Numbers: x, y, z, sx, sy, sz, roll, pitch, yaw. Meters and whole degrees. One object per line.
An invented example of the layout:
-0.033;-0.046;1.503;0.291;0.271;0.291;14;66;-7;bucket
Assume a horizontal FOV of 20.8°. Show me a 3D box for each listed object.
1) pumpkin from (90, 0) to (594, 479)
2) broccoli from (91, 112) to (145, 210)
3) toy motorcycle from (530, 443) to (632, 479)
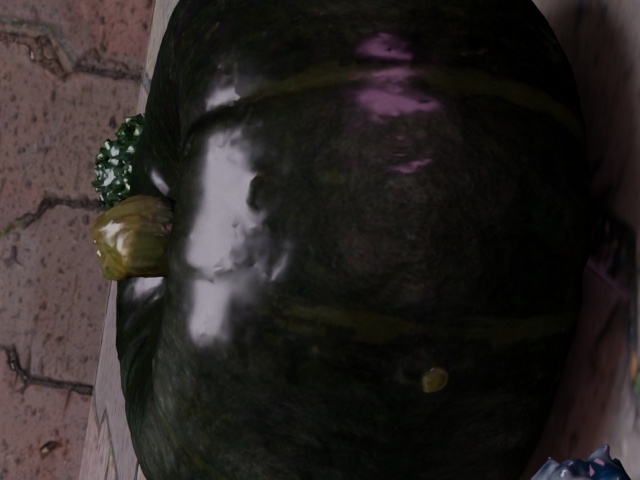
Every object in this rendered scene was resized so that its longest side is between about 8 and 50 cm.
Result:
0.000;0.000;0.804;0.300;0.207;0.300;-172;90;-78;pumpkin
-0.033;-0.012;1.071;0.219;0.194;0.194;-44;-12;-35;broccoli
0.062;0.170;0.616;0.239;0.108;0.204;-84;9;-79;toy motorcycle
